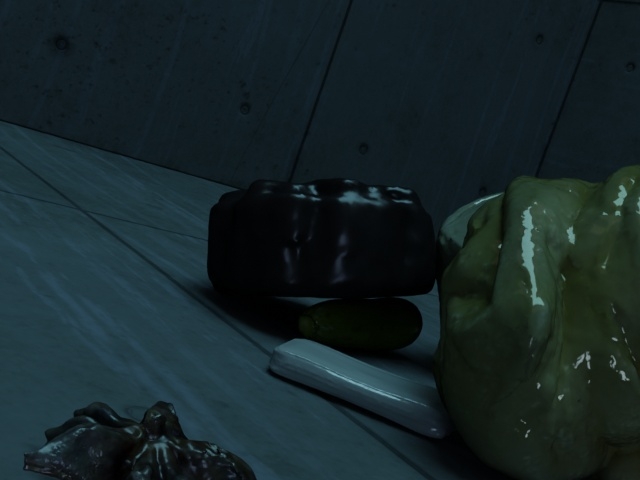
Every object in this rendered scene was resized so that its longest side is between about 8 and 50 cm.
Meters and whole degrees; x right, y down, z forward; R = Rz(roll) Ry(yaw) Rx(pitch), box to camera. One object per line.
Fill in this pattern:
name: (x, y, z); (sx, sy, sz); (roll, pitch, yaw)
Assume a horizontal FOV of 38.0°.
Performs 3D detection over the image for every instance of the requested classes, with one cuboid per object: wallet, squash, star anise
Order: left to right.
star anise: (-0.102, 0.117, 0.493); (0.124, 0.056, 0.129); (26, 9, 42)
squash: (0.050, 0.098, 1.095); (0.066, 0.066, 0.201); (25, 13, 41)
wallet: (0.045, 0.138, 0.884); (0.190, 0.033, 0.095); (21, 8, 15)

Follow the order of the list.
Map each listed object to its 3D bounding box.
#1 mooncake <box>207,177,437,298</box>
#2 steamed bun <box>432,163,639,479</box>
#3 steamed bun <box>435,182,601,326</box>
mooncake: (0.000, 0.000, 1.133); (0.283, 0.141, 0.283); (2, -4, 0)
steamed bun: (0.287, 0.073, 0.846); (0.372, 0.325, 0.230); (19, -29, -19)
steamed bun: (0.327, 0.039, 1.198); (0.383, 0.247, 0.236); (-7, 25, -8)
